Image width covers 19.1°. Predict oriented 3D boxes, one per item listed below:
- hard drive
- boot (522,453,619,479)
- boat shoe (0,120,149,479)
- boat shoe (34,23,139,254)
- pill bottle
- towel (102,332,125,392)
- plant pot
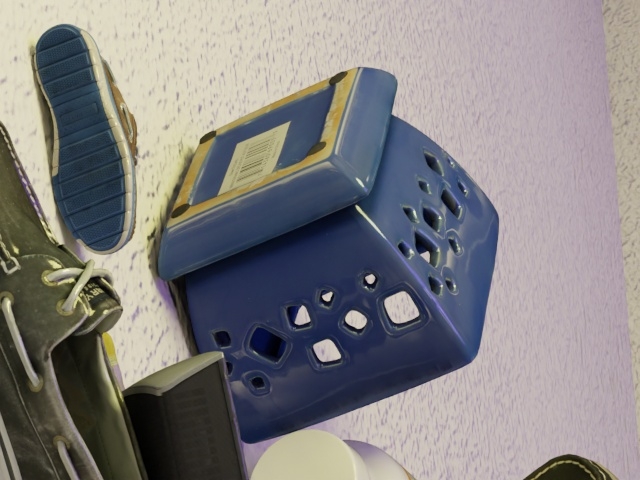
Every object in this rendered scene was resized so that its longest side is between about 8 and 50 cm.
[{"bbox_3d":[-0.099,0.172,1.313,0.254,0.054,0.172,144,-65,-71],"label":"hard drive"},{"bbox_3d":[0.069,0.279,1.518,0.138,0.377,0.284,41,-5,47],"label":"boot"},{"bbox_3d":[-0.182,0.056,1.253,0.121,0.119,0.335,-25,100,-70],"label":"boat shoe"},{"bbox_3d":[-0.168,-0.076,1.465,0.066,0.066,0.183,19,58,-68],"label":"boat shoe"},{"bbox_3d":[0.035,0.257,1.670,0.246,0.136,0.136,47,34,-53],"label":"pill bottle"},{"bbox_3d":[-0.170,0.099,1.418,0.083,0.009,0.060,-5,81,-70],"label":"towel"},{"bbox_3d":[0.000,0.000,1.637,0.212,0.236,0.236,58,25,-24],"label":"plant pot"}]
